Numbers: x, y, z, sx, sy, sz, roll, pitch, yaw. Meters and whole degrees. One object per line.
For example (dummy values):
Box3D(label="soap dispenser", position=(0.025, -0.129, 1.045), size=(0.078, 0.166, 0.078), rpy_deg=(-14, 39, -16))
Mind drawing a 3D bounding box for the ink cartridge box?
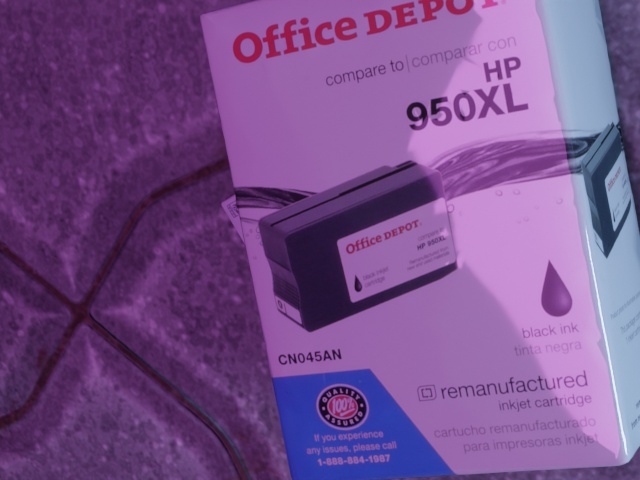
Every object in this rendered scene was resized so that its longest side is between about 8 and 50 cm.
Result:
Box3D(label="ink cartridge box", position=(0.093, -0.023, 1.020), size=(0.285, 0.166, 0.395), rpy_deg=(-9, 95, 26))

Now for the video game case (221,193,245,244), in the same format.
Box3D(label="video game case", position=(0.000, 0.000, 1.188), size=(0.143, 0.019, 0.157), rpy_deg=(-28, 94, 30))
